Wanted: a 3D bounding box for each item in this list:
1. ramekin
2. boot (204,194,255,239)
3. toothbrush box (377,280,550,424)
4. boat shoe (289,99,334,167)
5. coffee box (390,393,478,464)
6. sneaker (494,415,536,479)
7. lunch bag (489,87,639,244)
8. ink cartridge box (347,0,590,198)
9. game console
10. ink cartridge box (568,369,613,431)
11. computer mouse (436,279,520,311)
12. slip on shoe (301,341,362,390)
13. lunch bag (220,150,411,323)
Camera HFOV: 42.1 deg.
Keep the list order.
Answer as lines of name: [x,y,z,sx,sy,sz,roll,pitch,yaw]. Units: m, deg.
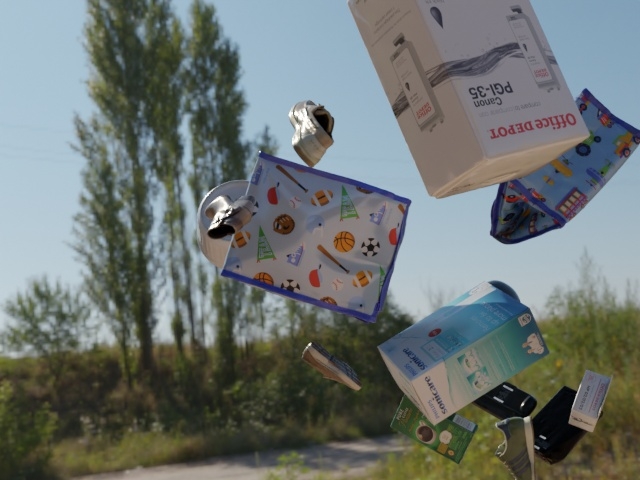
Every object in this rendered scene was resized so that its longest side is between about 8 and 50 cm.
ramekin: [-0.233,-0.053,2.406,0.273,0.273,0.127,-6,-32,2]
boot: [-0.156,-0.033,1.318,0.118,0.042,0.087,-17,29,37]
toothbrush box: [0.302,0.236,1.797,0.295,0.126,0.216,-31,18,-5]
boat shoe: [-0.009,-0.318,2.328,0.110,0.341,0.121,-38,-63,18]
coffee box: [0.265,0.433,1.945,0.184,0.113,0.040,26,35,15]
sneaker: [0.428,0.476,1.833,0.086,0.192,0.064,-4,14,11]
lunch bag: [0.420,-0.101,1.507,0.221,0.138,0.293,-45,-12,-11]
ink cartridge box: [0.189,-0.217,1.053,0.207,0.283,0.117,-15,-11,-35]
game console: [0.557,0.451,2.243,0.213,0.044,0.361,-39,34,-20]
ink cartridge box: [0.625,0.368,1.928,0.061,0.104,0.181,20,-19,20]
computer mouse: [0.419,0.172,2.035,0.272,0.188,0.072,-34,-19,-47]
slip on shoe: [0.022,0.260,1.670,0.041,0.135,0.051,-53,-1,16]
lunch bag: [0.000,0.000,2.029,0.385,0.328,0.239,16,-2,9]
